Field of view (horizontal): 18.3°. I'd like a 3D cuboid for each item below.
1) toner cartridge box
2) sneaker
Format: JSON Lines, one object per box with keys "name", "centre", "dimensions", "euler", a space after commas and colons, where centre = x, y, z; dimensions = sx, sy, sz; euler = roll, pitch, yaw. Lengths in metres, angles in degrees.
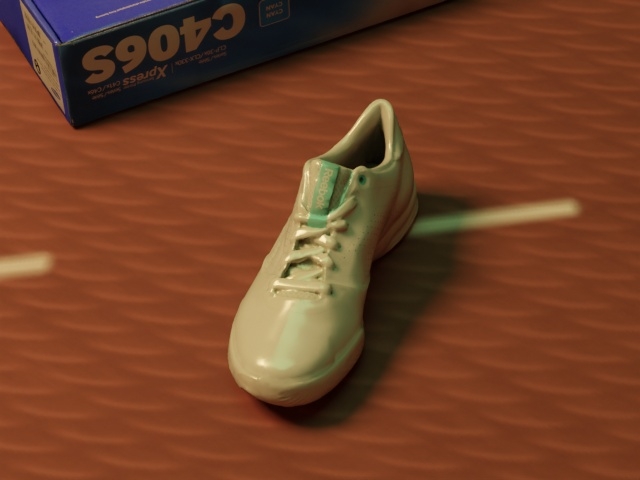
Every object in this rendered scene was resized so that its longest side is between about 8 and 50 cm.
{"name": "toner cartridge box", "centre": [-0.050, -0.204, 1.401], "dimensions": [0.348, 0.075, 0.165], "euler": [-20, 47, -18]}
{"name": "sneaker", "centre": [0.000, 0.000, 1.167], "dimensions": [0.080, 0.094, 0.212], "euler": [13, 45, 13]}
